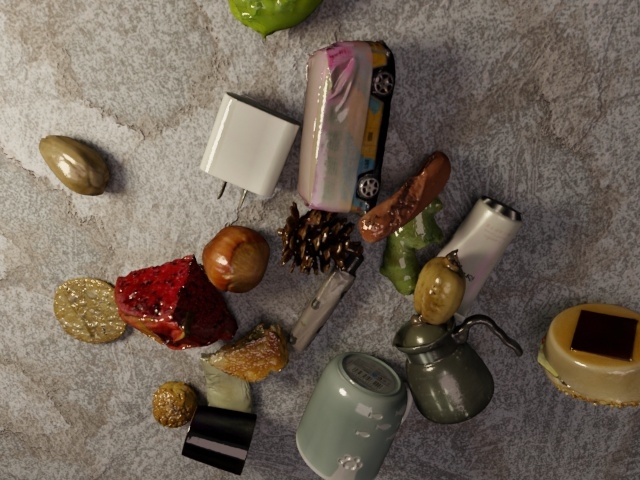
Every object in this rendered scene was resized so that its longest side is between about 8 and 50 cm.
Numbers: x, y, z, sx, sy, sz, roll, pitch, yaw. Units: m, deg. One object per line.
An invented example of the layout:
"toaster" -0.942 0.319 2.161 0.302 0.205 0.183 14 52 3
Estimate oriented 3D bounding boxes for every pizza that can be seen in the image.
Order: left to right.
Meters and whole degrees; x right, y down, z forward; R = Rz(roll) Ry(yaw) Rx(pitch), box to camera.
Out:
"pizza" -0.191 0.323 1.250 0.226 0.069 0.147 -30 105 7

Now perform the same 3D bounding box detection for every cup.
"cup" -0.301 0.597 1.299 0.177 0.166 0.239 16 124 -5
"cup" 0.135 0.482 1.263 0.357 0.259 0.274 6 112 -35

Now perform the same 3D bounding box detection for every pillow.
"pillow" -0.279 0.438 1.332 0.148 0.050 0.229 2 113 6

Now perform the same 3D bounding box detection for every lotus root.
"lotus root" 0.301 0.112 1.102 0.118 0.125 0.220 -1 117 -39

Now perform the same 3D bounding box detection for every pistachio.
"pistachio" -0.603 -0.187 1.088 0.185 0.126 0.108 46 61 -11

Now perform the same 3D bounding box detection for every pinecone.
"pinecone" 0.000 -0.002 1.113 0.212 0.168 0.185 -3 140 -11

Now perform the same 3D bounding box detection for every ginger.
"ginger" 0.238 0.006 1.154 0.137 0.089 0.290 18 108 -1

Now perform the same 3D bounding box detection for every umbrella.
"umbrella" 0.014 0.169 1.226 0.073 0.067 0.337 29 107 -13

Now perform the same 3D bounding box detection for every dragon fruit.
"dragon fruit" -0.330 0.181 1.163 0.240 0.302 0.330 -51 129 2

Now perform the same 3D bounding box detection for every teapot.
"teapot" 0.340 0.315 1.178 0.305 0.223 0.285 -16 107 52

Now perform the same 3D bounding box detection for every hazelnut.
"hazelnut" -0.222 0.052 1.135 0.182 0.182 0.182 0 109 0

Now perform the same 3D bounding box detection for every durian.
"durian" -0.071 -0.583 0.885 0.256 0.204 0.339 -19 151 -20

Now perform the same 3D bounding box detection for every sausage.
"sausage" 0.215 -0.106 1.040 0.327 0.087 0.079 -41 149 -25

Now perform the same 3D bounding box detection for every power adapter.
"power adapter" -0.179 -0.202 1.066 0.187 0.124 0.255 23 107 -7

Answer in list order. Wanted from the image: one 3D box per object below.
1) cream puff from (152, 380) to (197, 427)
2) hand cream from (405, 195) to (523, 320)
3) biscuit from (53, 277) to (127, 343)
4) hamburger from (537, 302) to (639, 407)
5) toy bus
"cream puff" -0.437 0.497 1.324 0.126 0.103 0.144 -13 115 3
"hand cream" 0.385 0.054 1.168 0.186 0.118 0.358 22 117 -6
"biscuit" -0.651 0.202 1.258 0.220 0.033 0.219 1 109 2
"hamburger" 0.735 0.297 1.150 0.302 0.302 0.170 -15 117 5
"toy bus" 0.046 -0.253 1.005 0.162 0.171 0.386 -2 111 -24
